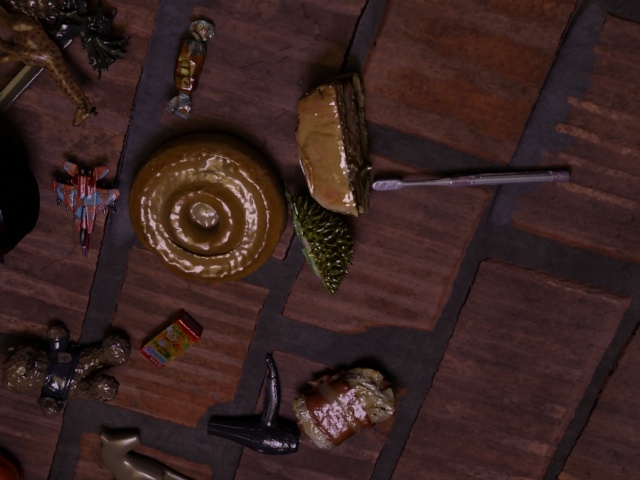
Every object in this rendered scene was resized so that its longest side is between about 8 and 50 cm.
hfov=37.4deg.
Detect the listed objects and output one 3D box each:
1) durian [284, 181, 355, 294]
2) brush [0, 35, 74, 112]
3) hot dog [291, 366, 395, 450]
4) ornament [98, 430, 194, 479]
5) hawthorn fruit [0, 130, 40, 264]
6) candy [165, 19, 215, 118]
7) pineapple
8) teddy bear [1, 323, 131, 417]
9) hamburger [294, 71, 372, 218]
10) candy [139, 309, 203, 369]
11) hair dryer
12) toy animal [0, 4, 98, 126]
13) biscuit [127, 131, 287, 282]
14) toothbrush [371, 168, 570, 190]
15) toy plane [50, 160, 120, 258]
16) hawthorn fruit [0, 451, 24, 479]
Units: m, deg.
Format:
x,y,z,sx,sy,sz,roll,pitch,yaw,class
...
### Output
x,y,z,sx,sy,sz,roll,pitch,yaw,class
0.009,-0.003,1.708,0.095,0.137,0.221,-32,119,-5,durian
-0.503,-0.300,1.663,0.190,0.027,0.034,-42,95,13,brush
0.048,0.330,1.899,0.213,0.103,0.146,-24,91,5,hot dog
-0.396,0.521,2.042,0.245,0.061,0.230,27,114,-13,ornament
-0.642,-0.087,1.638,0.316,0.316,0.316,2,117,3,hawthorn fruit
-0.228,-0.293,1.633,0.053,0.046,0.182,16,114,-6,candy
-0.424,-0.386,1.574,0.125,0.125,0.251,-37,113,20,pineapple
-0.507,0.267,1.894,0.251,0.182,0.129,5,153,0,teddy bear
0.023,-0.160,1.650,0.131,0.124,0.262,2,114,24,hamburger
-0.298,0.198,1.887,0.122,0.038,0.062,-37,108,20,candy
-0.129,0.331,1.940,0.195,0.075,0.219,10,107,9,hair dryer
-0.492,-0.309,1.620,0.275,0.054,0.149,26,105,0,toy animal
-0.206,-0.053,1.724,0.296,0.102,0.296,2,119,3,biscuit
0.269,-0.112,1.701,0.354,0.029,0.024,-3,119,3,toothbrush
-0.437,-0.056,1.760,0.130,0.061,0.189,6,121,0,toy plane
-0.696,0.525,2.015,0.194,0.157,0.157,19,116,-10,hawthorn fruit
